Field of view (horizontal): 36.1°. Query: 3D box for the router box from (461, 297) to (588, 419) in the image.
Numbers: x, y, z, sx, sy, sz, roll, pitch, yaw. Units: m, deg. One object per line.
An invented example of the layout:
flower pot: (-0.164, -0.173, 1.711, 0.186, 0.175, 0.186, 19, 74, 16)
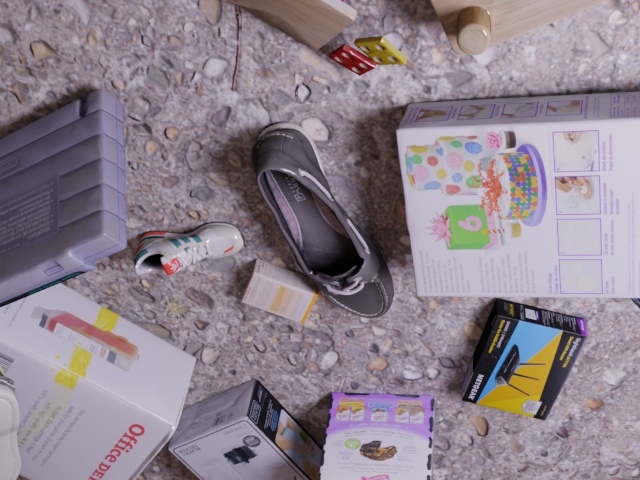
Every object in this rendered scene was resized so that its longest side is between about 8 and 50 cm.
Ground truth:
router box: (0.294, 0.175, 1.431, 0.133, 0.046, 0.179, 13, 128, -1)

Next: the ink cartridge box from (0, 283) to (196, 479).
ink cartridge box: (-0.427, 0.217, 1.503, 0.384, 0.160, 0.279, 31, 126, -14)

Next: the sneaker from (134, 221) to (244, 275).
sneaker: (-0.186, 0.021, 1.371, 0.161, 0.075, 0.057, -5, 126, 13)

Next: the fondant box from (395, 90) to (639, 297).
fondant box: (0.272, -0.051, 1.197, 0.330, 0.096, 0.238, -1, 120, 17)

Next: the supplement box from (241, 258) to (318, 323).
supplement box: (-0.057, 0.073, 1.415, 0.098, 0.036, 0.062, 21, 127, -7)

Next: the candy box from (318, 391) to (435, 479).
candy box: (0.088, 0.324, 1.482, 0.164, 0.196, 0.070, 1, 127, 9)

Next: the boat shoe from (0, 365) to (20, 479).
boat shoe: (-0.491, 0.280, 1.403, 0.109, 0.091, 0.305, -8, 139, -31)

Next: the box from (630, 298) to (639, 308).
box: (0.436, -0.019, 1.263, 0.184, 0.045, 0.190, -33, 115, 32)

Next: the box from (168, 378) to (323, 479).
box: (-0.091, 0.374, 1.616, 0.169, 0.087, 0.290, -27, 118, 26)

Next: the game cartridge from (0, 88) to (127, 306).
game cartridge: (-0.402, -0.030, 1.275, 0.355, 0.230, 0.068, -21, 153, 23)

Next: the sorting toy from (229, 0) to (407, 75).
sorting toy: (-0.024, -0.276, 1.104, 0.274, 0.046, 0.132, 28, 168, -15)

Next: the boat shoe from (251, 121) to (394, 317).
boat shoe: (0.000, 0.000, 1.313, 0.112, 0.095, 0.335, -18, 122, 21)

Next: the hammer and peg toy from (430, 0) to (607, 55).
hammer and peg toy: (0.253, -0.363, 0.981, 0.361, 0.127, 0.266, -19, 120, 22)
